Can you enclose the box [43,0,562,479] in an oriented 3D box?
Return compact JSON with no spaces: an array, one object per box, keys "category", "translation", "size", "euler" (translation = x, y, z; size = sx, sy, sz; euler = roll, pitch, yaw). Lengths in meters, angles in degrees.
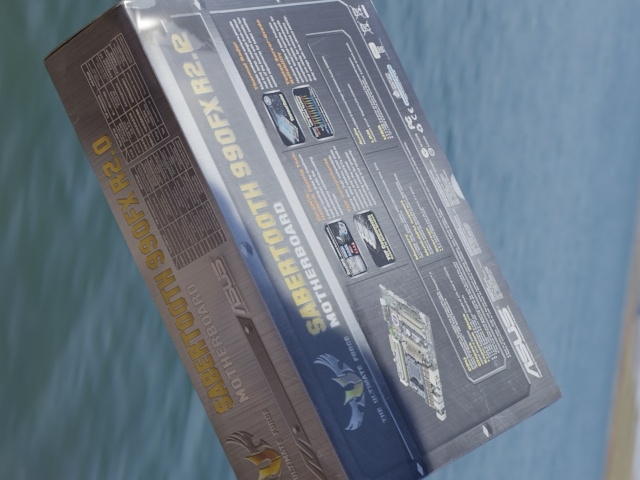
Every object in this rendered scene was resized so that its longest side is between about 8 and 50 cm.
[{"category":"box","translation":[0.000,0.000,0.719],"size":[0.183,0.056,0.231],"euler":[-19,81,-54]}]
